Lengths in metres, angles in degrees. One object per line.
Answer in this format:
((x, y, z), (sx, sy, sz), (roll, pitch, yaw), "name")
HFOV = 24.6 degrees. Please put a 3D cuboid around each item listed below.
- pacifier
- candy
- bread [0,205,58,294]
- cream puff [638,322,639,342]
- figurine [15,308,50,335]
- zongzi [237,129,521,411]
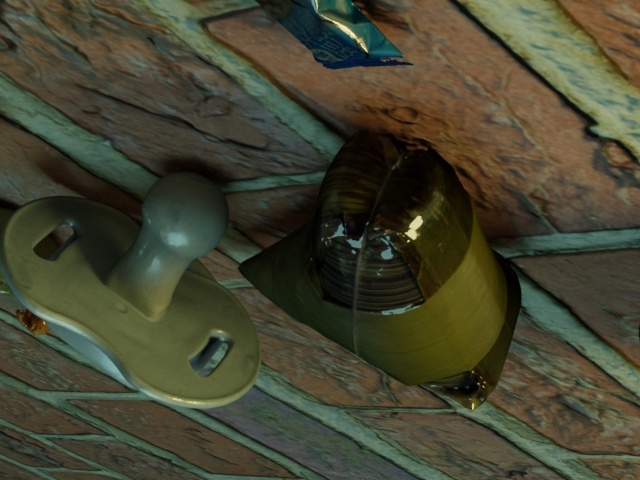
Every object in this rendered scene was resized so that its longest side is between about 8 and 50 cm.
((-0.154, 0.023, 1.411), (0.287, 0.238, 0.226), (40, 125, 3), "pacifier")
((-0.004, -0.160, 1.016), (0.136, 0.038, 0.088), (40, 161, -35), "candy")
((-0.353, 0.007, 1.610), (0.117, 0.064, 0.156), (4, 156, 13), "bread")
((0.400, 0.146, 1.215), (0.274, 0.270, 0.323), (29, 153, -22), "cream puff")
((-0.355, 0.085, 1.840), (0.064, 0.047, 0.109), (41, 154, 10), "figurine")
((0.000, 0.000, 1.283), (0.317, 0.154, 0.289), (12, 152, 30), "zongzi")
